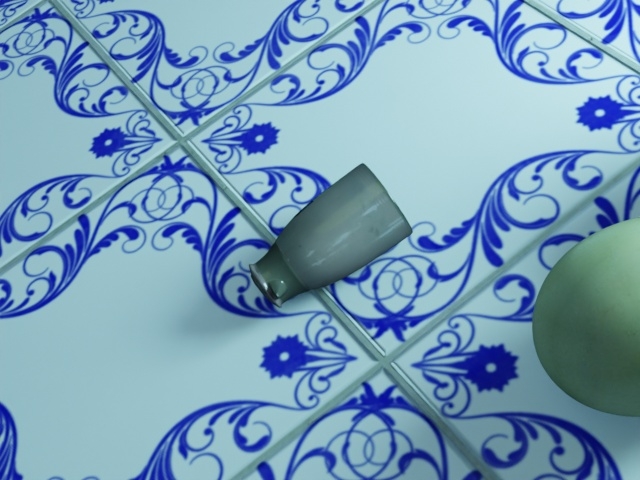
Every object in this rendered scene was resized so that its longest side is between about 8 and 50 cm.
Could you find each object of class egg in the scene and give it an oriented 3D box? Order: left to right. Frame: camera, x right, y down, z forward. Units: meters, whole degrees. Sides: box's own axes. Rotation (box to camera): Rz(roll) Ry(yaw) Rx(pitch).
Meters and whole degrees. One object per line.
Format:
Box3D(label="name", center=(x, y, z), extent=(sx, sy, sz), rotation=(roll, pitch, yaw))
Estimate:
Box3D(label="egg", center=(0.331, 0.069, 0.988), extent=(0.253, 0.188, 0.188), rotation=(-19, 50, -7))

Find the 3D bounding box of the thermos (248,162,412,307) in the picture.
Box3D(label="thermos", center=(0.000, 0.000, 1.227), extent=(0.193, 0.105, 0.137), rotation=(-37, 25, 0))
